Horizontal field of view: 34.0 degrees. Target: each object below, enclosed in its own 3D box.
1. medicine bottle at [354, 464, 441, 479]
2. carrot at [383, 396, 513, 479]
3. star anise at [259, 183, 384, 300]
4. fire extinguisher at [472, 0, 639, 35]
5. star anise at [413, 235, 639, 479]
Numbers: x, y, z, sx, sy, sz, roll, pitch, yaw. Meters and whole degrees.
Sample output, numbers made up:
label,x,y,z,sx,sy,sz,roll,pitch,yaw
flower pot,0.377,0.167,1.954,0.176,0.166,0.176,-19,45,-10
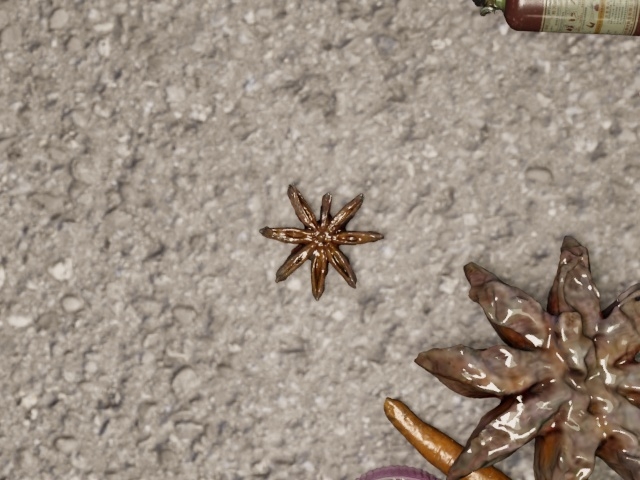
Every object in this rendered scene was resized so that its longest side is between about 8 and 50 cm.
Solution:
label,x,y,z,sx,sy,sz,roll,pitch,yaw
medicine bottle,0.078,0.342,1.065,0.178,0.291,0.178,0,91,5
carrot,0.146,0.242,1.185,0.191,0.047,0.047,38,94,7
star anise,0.000,0.001,1.192,0.141,0.042,0.141,0,90,2
fire extinguisher,0.265,-0.269,1.137,0.231,0.099,0.071,4,69,4
star anise,0.262,0.149,1.119,0.332,0.117,0.331,2,73,-5
